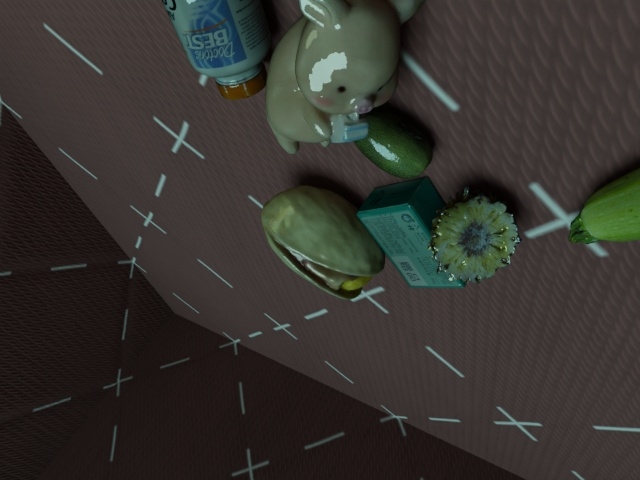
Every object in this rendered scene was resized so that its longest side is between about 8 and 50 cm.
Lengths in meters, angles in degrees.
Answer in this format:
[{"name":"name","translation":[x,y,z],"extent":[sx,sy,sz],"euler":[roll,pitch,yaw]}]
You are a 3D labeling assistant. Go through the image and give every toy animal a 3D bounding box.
[{"name":"toy animal","translation":[0.016,-0.258,0.726],"extent":[0.256,0.195,0.213],"euler":[5,107,57]}]

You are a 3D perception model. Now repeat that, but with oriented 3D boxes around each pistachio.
[{"name":"pistachio","translation":[0.000,0.000,1.096],"extent":[0.309,0.230,0.230],"euler":[41,151,5]}]

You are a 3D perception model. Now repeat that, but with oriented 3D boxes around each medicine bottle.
[{"name":"medicine bottle","translation":[-0.176,-0.390,0.785],"extent":[0.157,0.157,0.289],"euler":[17,145,29]}]

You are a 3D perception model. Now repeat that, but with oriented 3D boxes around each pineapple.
[{"name":"pineapple","translation":[0.278,-0.015,0.890],"extent":[0.161,0.176,0.137],"euler":[9,-170,-2]}]

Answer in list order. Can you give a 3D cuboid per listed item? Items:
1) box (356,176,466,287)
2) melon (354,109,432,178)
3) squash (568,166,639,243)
[{"name":"box","translation":[0.213,-0.009,1.006],"extent":[0.153,0.092,0.245],"euler":[-5,131,49]},{"name":"melon","translation":[0.128,-0.177,0.841],"extent":[0.162,0.099,0.099],"euler":[33,150,-5]},{"name":"squash","translation":[0.461,-0.052,0.667],"extent":[0.137,0.137,0.287],"euler":[43,152,-13]}]
